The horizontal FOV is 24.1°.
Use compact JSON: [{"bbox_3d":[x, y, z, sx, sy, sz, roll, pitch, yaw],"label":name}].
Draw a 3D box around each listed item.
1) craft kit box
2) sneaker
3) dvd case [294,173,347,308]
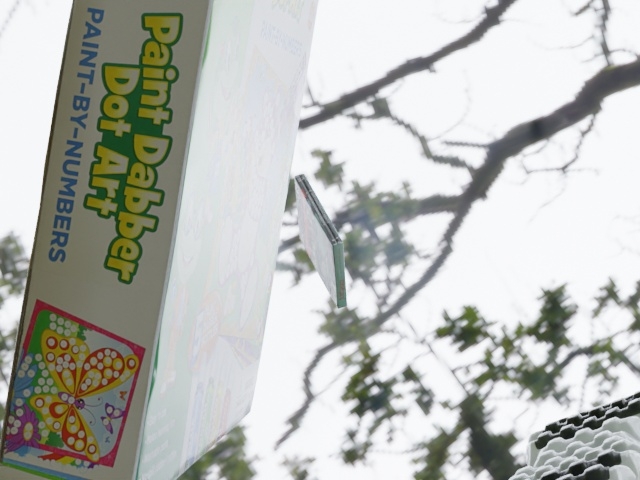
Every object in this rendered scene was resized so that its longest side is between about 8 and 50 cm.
[{"bbox_3d":[-0.054,-0.032,0.626,0.061,0.250,0.246,7,-86,7],"label":"craft kit box"},{"bbox_3d":[0.149,0.166,0.806,0.110,0.292,0.118,-22,-92,26],"label":"sneaker"},{"bbox_3d":[0.000,0.000,1.525,0.119,0.013,0.087,-118,-163,-48],"label":"dvd case"}]
